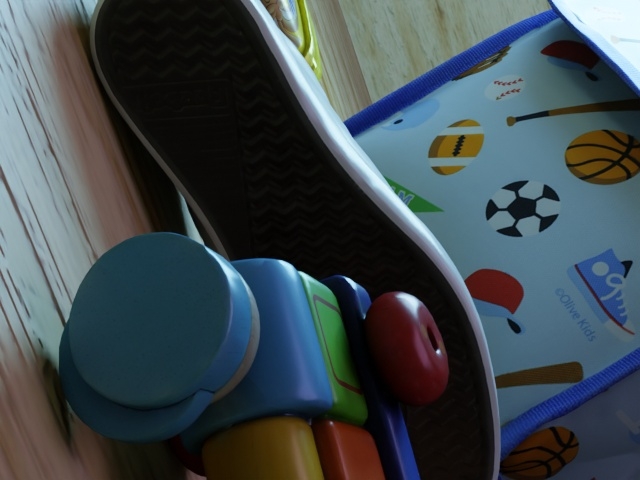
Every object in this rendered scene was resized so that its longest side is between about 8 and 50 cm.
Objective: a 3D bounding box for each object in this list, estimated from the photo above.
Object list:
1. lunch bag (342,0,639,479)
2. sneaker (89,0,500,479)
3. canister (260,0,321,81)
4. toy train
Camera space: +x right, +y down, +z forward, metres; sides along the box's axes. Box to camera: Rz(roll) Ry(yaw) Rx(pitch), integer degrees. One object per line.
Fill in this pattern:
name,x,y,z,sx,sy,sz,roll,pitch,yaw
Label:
lunch bag,0.210,-0.005,0.934,0.328,0.385,0.239,57,-7,43
sneaker,0.000,0.000,0.623,0.123,0.106,0.290,-81,146,-80
canister,-0.063,-0.170,0.762,0.126,0.073,0.170,-100,169,-51
toy train,-0.004,0.121,0.413,0.143,0.105,0.248,35,37,-62
